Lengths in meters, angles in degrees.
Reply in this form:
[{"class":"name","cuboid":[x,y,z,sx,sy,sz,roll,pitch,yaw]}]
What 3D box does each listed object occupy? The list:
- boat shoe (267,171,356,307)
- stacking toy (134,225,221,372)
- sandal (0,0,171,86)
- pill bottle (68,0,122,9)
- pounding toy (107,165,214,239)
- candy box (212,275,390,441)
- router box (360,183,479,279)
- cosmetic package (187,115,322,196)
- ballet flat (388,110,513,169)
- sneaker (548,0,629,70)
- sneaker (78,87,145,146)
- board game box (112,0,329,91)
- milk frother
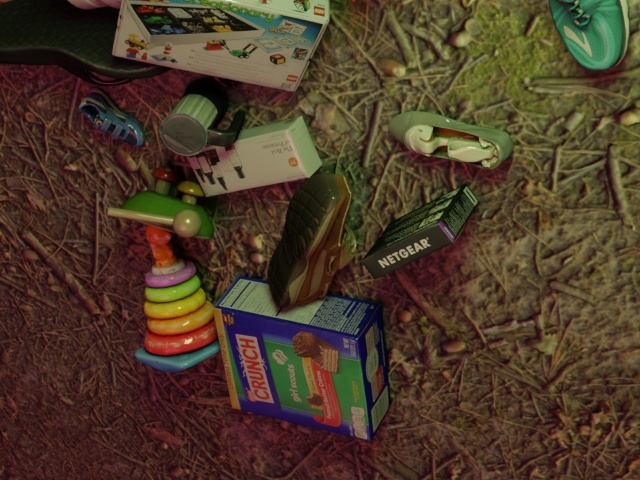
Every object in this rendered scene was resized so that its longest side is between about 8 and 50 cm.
[{"class":"boat shoe","cuboid":[0.000,0.000,1.797,0.120,0.122,0.324,-1,144,-23]},{"class":"stacking toy","cuboid":[-0.301,0.099,2.031,0.175,0.166,0.301,4,113,42]},{"class":"sandal","cuboid":[-0.410,-0.350,1.774,0.446,0.167,0.107,13,154,29]},{"class":"pill bottle","cuboid":[-0.284,-0.459,1.593,0.283,0.160,0.160,-4,120,33]},{"class":"pounding toy","cuboid":[-0.279,-0.077,1.872,0.183,0.237,0.110,17,93,2]},{"class":"candy box","cuboid":[-0.036,0.231,1.971,0.317,0.122,0.268,10,127,26]},{"class":"router box","cuboid":[0.166,-0.014,1.670,0.179,0.133,0.046,-28,104,41]},{"class":"cosmetic package","cuboid":[-0.122,-0.147,1.792,0.239,0.060,0.098,-9,118,35]},{"class":"ballet flat","cuboid":[0.198,-0.159,1.591,0.213,0.068,0.072,13,127,23]},{"class":"sneaker","cuboid":[0.336,-0.348,1.347,0.107,0.110,0.275,-9,118,34]},{"class":"sneaker","cuboid":[-0.398,-0.224,1.898,0.144,0.059,0.053,39,131,-1]},{"class":"board game box","cuboid":[-0.159,-0.331,1.557,0.306,0.053,0.193,10,151,-15]},{"class":"milk frother","cuboid":[-0.200,-0.239,1.717,0.129,0.134,0.143,1,125,13]}]
